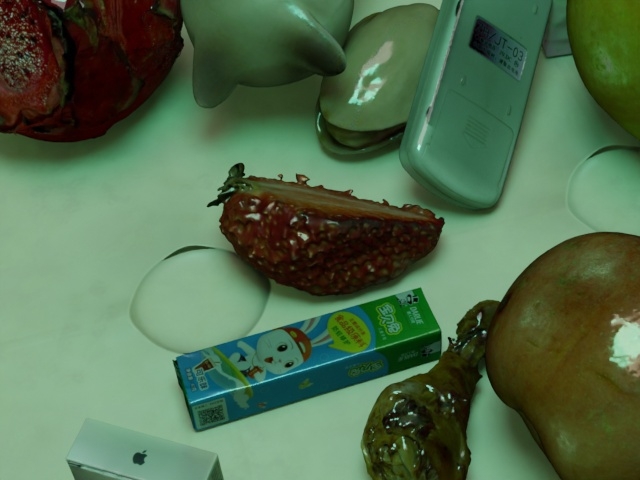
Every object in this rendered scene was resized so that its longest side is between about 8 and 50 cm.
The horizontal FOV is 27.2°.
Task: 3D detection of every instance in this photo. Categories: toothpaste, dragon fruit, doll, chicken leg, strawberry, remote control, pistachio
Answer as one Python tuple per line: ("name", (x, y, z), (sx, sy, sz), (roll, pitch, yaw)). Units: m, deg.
("toothpaste", (-0.012, 0.118, 1.342), (0.266, 0.050, 0.065), (-15, 48, -9))
("dragon fruit", (-0.304, -0.267, 1.535), (0.295, 0.296, 0.302), (15, 51, 16))
("doll", (-0.049, -0.332, 1.545), (0.215, 0.226, 0.370), (-9, 33, 18))
("chicken leg", (0.122, 0.151, 1.289), (0.087, 0.107, 0.251), (-20, 24, 47))
("strawberry", (-0.002, 0.002, 1.413), (0.235, 0.107, 0.175), (19, 18, 18))
("remote control", (0.178, -0.182, 1.491), (0.140, 0.056, 0.296), (27, 69, -28))
("pistachio", (0.080, -0.190, 1.539), (0.144, 0.144, 0.215), (28, 67, 25))

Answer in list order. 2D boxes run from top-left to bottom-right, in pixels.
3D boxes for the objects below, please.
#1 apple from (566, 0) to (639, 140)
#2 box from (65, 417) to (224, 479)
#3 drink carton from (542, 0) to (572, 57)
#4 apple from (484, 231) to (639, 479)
("apple", (0.459, -0.252, 1.423), (0.384, 0.374, 0.374), (-29, 54, -27))
("box", (-0.154, 0.231, 1.209), (0.129, 0.130, 0.051), (13, 52, 15))
("drink carton", (0.323, -0.366, 1.677), (0.161, 0.108, 0.271), (-10, 50, -4))
("apple", (0.270, 0.120, 1.204), (0.253, 0.254, 0.254), (-2, 50, 3))
